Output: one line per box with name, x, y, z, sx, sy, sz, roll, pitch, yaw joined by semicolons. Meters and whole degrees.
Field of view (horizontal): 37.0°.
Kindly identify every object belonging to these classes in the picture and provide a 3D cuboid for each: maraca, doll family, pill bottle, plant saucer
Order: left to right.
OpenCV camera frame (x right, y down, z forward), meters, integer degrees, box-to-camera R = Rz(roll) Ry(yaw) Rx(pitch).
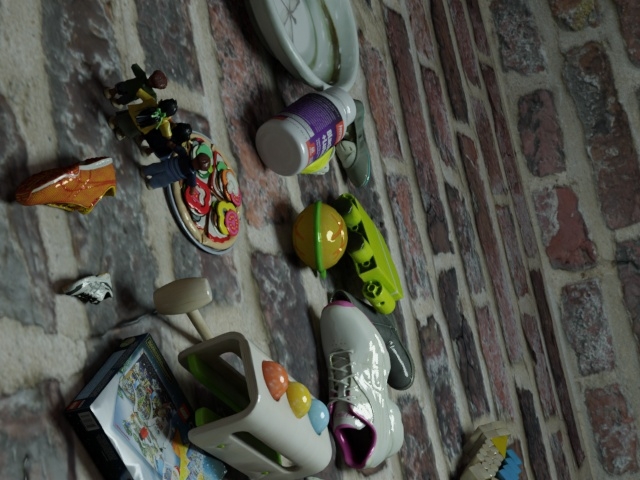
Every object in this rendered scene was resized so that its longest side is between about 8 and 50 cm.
doll family;-0.223;-0.152;1.338;0.193;0.111;0.076;59;30;-30
plant saucer;-0.057;-0.461;1.860;0.400;0.101;0.400;42;40;-49
pill bottle;-0.020;-0.203;1.723;0.193;0.108;0.108;-42;115;-41
maraca;0.000;0.000;1.731;0.185;0.099;0.127;79;13;-70

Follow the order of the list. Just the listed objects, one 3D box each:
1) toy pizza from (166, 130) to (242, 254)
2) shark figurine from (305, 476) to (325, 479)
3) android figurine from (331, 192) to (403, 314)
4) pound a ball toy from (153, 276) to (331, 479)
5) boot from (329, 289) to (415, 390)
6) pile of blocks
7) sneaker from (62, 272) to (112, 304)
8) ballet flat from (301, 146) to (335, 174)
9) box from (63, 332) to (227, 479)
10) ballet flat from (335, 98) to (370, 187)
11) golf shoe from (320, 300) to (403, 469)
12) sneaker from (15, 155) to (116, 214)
toy pizza;-0.172;-0.077;1.492;0.201;0.032;0.201;40;42;-49
shark figurine;0.041;0.528;1.521;0.166;0.116;0.278;18;44;-21
android figurine;0.095;0.028;1.881;0.273;0.056;0.248;51;19;-58
pound a ball toy;-0.093;0.192;1.330;0.319;0.136;0.208;53;19;-55
boot;0.101;0.195;1.846;0.208;0.076;0.189;30;35;-65
pile of blocks;0.365;0.552;2.119;0.149;0.112;0.362;30;33;5
sneaker;-0.285;0.063;1.186;0.083;0.032;0.037;-14;88;-64
ballet flat;-0.004;-0.172;1.845;0.231;0.077;0.077;-68;149;-54
box;-0.214;0.257;1.207;0.233;0.044;0.159;65;27;-19
ballet flat;0.058;-0.209;2.012;0.068;0.072;0.213;15;59;-30
golf shoe;0.061;0.259;1.691;0.140;0.115;0.306;-25;97;-61
sneaker;-0.306;-0.062;1.182;0.175;0.064;0.067;-26;110;-61
